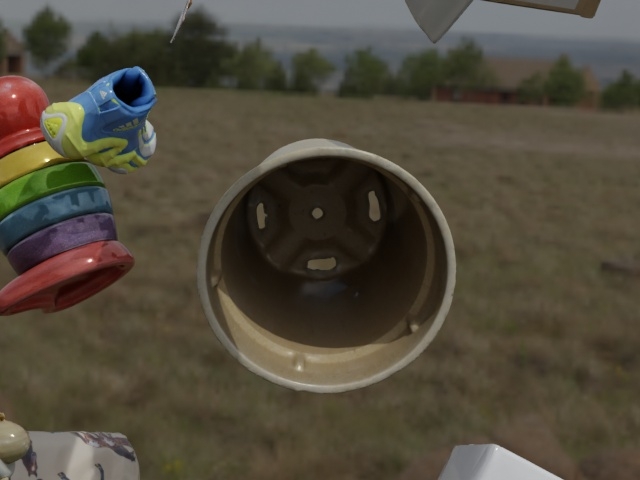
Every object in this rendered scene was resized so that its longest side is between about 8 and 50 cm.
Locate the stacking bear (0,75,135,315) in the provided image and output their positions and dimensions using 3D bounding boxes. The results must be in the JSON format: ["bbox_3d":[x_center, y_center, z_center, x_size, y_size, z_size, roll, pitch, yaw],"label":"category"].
[{"bbox_3d":[-0.359,-0.070,1.791,0.164,0.289,0.175,-27,-10,17],"label":"stacking bear"}]

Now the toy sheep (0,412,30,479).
[{"bbox_3d":[-0.305,0.189,1.201,0.132,0.091,0.091,-22,8,2],"label":"toy sheep"}]

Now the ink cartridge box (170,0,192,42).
[{"bbox_3d":[-0.092,-0.314,1.497,0.056,0.224,0.181,18,-2,-9],"label":"ink cartridge box"}]

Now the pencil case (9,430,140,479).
[{"bbox_3d":[-0.445,0.353,1.972,0.410,0.183,0.160,6,-27,-33],"label":"pencil case"}]

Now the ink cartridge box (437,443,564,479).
[{"bbox_3d":[0.191,0.437,1.428,0.285,0.395,0.166,28,-12,-4],"label":"ink cartridge box"}]

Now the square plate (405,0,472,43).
[{"bbox_3d":[0.108,-0.426,1.424,0.049,0.347,0.344,-12,-19,-29],"label":"square plate"}]

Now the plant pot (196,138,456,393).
[{"bbox_3d":[0.000,0.000,1.972,0.334,0.333,0.305,2,17,-4],"label":"plant pot"}]

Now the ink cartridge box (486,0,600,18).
[{"bbox_3d":[0.252,-0.400,1.881,0.235,0.088,0.193,7,47,-12],"label":"ink cartridge box"}]

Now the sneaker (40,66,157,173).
[{"bbox_3d":[-0.229,-0.145,1.717,0.126,0.091,0.240,-31,-6,18],"label":"sneaker"}]
